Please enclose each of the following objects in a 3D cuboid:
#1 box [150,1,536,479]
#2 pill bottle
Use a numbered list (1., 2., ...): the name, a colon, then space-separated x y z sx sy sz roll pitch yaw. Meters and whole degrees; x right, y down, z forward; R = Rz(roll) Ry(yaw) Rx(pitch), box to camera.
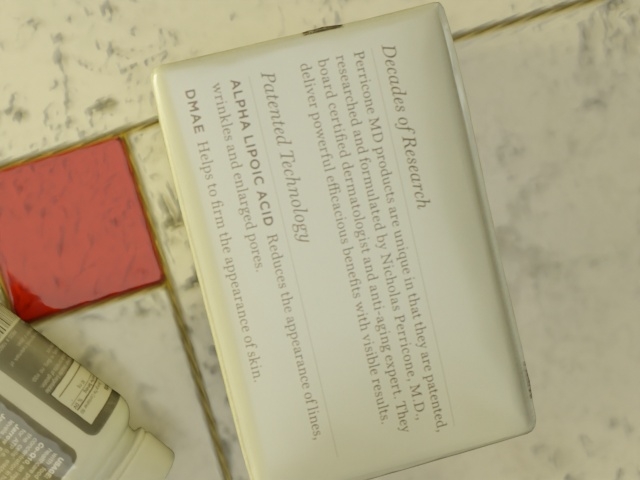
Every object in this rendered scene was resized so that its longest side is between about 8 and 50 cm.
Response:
1. box: 0.000 0.000 0.516 0.119 0.181 0.182 -14 96 -7
2. pill bottle: -0.145 0.091 0.556 0.137 0.078 0.078 40 89 -9
